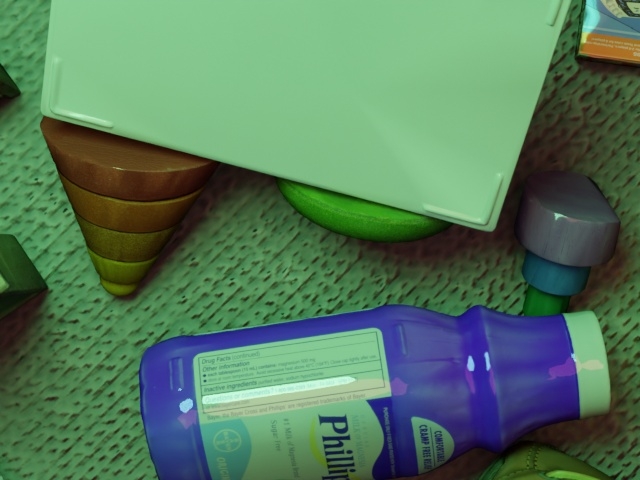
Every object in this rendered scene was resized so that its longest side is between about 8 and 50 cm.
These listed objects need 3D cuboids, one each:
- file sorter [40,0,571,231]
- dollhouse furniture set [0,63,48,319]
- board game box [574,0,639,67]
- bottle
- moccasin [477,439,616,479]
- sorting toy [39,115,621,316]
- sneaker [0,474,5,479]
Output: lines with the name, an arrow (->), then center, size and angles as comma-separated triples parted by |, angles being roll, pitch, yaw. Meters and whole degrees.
file sorter -> -0.001, -0.161, 1.027 | 0.278, 0.173, 0.193 | 14, 130, 0
dollhouse furniture set -> -0.285, -0.043, 1.058 | 0.212, 0.161, 0.242 | -35, 89, 0
board game box -> 0.313, -0.169, 1.121 | 0.281, 0.027, 0.145 | 8, 88, 1
bottle -> 0.034, 0.096, 1.075 | 0.283, 0.118, 0.092 | -8, 53, 0
moccasin -> 0.261, 0.249, 1.057 | 0.380, 0.147, 0.139 | 38, 90, 1
sorting toy -> 0.000, 0.000, 1.103 | 0.366, 0.127, 0.126 | 10, 119, -2
sneaker -> -0.201, 0.166, 1.122 | 0.069, 0.038, 0.098 | -4, 77, -18
